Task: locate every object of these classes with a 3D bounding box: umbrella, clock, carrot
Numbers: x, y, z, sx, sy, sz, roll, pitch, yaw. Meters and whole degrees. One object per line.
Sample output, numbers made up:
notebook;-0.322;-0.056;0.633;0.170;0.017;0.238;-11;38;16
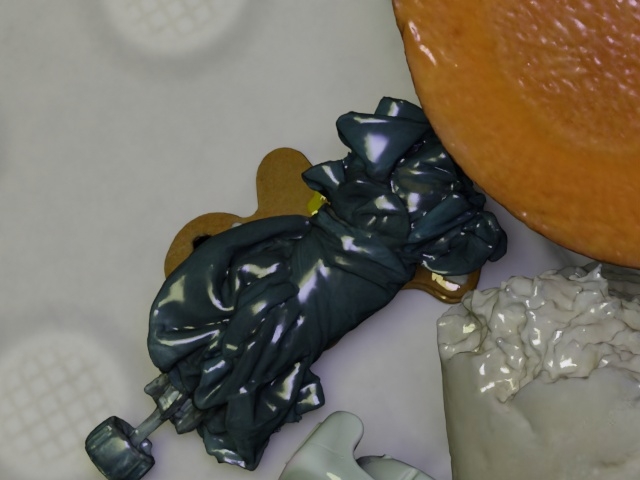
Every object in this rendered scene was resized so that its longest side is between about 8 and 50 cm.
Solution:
umbrella;-0.030;0.052;1.398;0.349;0.094;0.143;-40;78;8
clock;0.055;0.210;1.350;0.191;0.151;0.062;38;60;8
carrot;0.184;-0.132;1.218;0.307;0.100;0.258;45;111;-2

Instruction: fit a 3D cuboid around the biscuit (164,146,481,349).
biscuit;0.000;0.000;1.463;0.240;0.035;0.158;-16;73;6

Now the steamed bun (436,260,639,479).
steamed bun;0.246;0.133;1.232;0.290;0.272;0.273;1;86;-29
